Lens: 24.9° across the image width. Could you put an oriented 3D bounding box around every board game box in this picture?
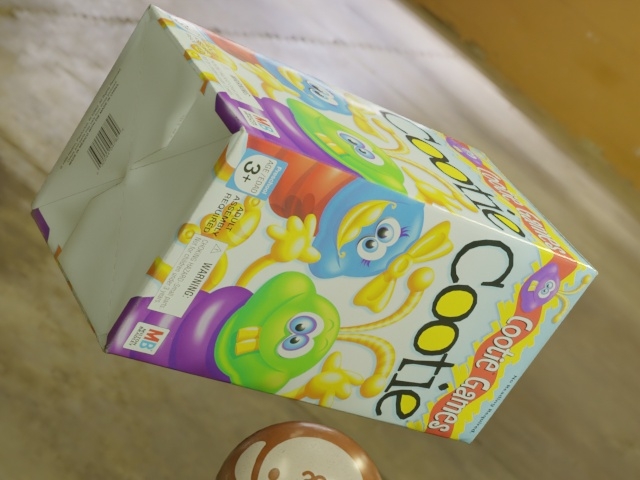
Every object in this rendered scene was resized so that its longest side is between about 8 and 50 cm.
[{"bbox_3d":[0.000,0.000,0.843,0.275,0.144,0.142,19,23,-39],"label":"board game box"}]

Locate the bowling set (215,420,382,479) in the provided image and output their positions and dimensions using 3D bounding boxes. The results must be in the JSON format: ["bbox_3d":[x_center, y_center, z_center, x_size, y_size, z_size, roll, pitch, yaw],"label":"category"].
[{"bbox_3d":[-0.068,0.148,0.428,0.287,0.200,0.154,25,24,14],"label":"bowling set"}]
